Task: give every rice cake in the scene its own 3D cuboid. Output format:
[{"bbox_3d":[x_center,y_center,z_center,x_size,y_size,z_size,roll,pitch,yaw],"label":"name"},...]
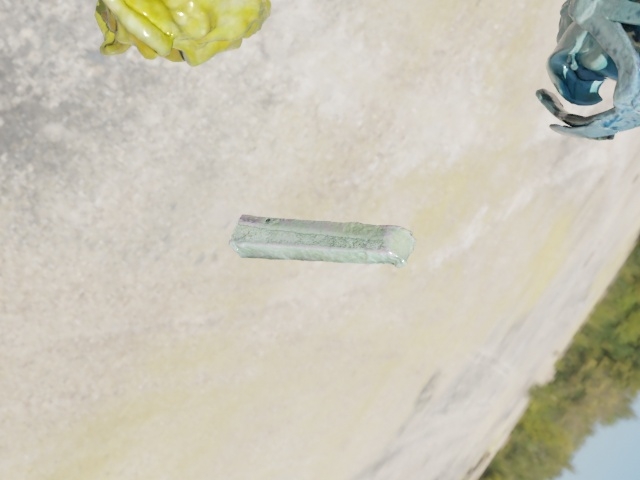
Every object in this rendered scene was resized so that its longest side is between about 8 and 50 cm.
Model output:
[{"bbox_3d":[0.000,0.000,1.029,0.034,0.211,0.043,57,44,-49],"label":"rice cake"}]

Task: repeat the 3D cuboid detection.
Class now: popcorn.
[{"bbox_3d":[-0.164,-0.284,1.066,0.217,0.181,0.235,-17,-163,2],"label":"popcorn"}]

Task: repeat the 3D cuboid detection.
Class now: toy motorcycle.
[{"bbox_3d":[0.347,-0.220,1.114,0.260,0.154,0.206,9,-99,67],"label":"toy motorcycle"}]
